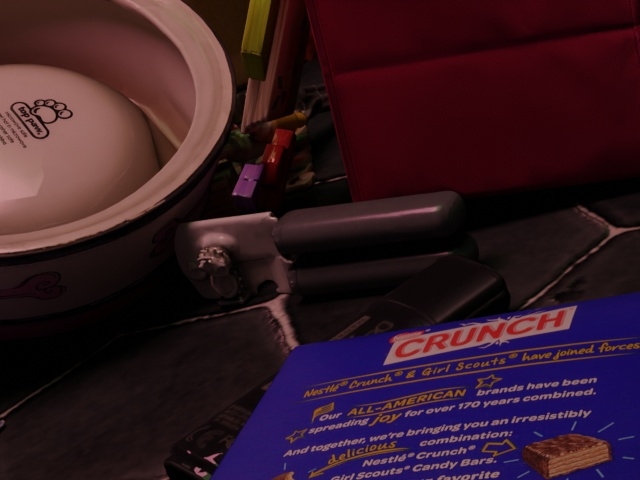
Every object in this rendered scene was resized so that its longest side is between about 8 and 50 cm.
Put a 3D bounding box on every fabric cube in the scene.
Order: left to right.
[{"bbox_3d":[0.148,-0.194,1.335,0.258,0.259,0.254,-8,22,16],"label":"fabric cube"}]

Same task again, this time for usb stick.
[{"bbox_3d":[0.017,0.093,1.092,0.278,0.045,0.077,-33,31,-29],"label":"usb stick"}]

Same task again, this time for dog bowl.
[{"bbox_3d":[-0.280,-0.081,1.447,0.408,0.150,0.408,1,46,-1],"label":"dog bowl"}]

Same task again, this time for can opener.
[{"bbox_3d":[0.000,0.000,1.294,0.280,0.074,0.093,-5,25,35],"label":"can opener"}]

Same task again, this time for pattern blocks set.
[{"bbox_3d":[-0.032,-0.184,1.383,0.026,0.324,0.285,13,1,7],"label":"pattern blocks set"}]

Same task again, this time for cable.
[{"bbox_3d":[-0.023,-0.123,1.630,0.287,0.072,0.139,-12,-3,-44],"label":"cable"}]

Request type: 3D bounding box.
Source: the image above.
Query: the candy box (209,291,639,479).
[{"bbox_3d":[0.068,0.158,0.774,0.268,0.122,0.317,-12,24,27],"label":"candy box"}]

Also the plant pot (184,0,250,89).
[{"bbox_3d":[-0.156,-0.376,1.979,0.367,0.353,0.366,-19,22,8],"label":"plant pot"}]

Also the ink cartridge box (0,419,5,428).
[{"bbox_3d":[-0.385,0.198,1.217,0.223,0.045,0.224,-13,22,22],"label":"ink cartridge box"}]

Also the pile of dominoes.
[{"bbox_3d":[-0.106,-0.080,1.643,0.196,0.040,0.251,-20,21,5],"label":"pile of dominoes"}]
